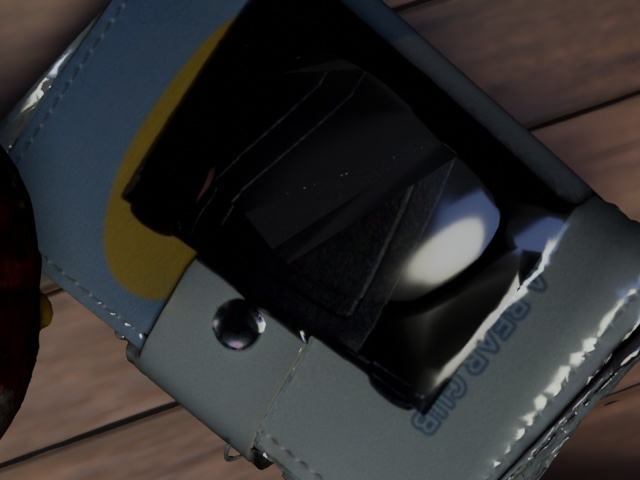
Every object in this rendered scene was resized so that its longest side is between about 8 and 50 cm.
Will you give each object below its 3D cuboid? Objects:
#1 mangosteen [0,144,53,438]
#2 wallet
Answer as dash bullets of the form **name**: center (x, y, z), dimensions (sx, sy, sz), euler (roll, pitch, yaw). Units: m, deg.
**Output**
- **mangosteen**: center (-0.182, 0.019, 0.485), dimensions (0.184, 0.172, 0.173), euler (-15, 104, -23)
- **wallet**: center (0.000, 0.000, 0.532), dimensions (0.231, 0.069, 0.170), euler (42, 99, 12)
